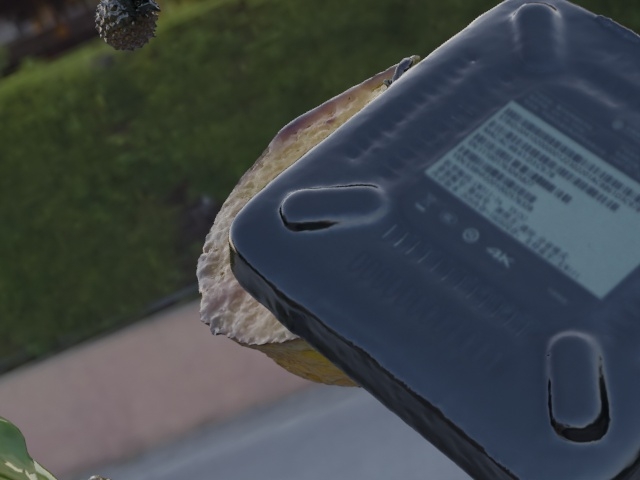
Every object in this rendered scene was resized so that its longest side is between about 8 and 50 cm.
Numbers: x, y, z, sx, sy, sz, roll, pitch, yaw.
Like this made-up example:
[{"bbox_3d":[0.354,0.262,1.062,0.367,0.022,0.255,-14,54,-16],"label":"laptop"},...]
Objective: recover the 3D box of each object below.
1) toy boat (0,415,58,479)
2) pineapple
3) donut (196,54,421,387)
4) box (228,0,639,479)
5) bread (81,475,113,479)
[{"bbox_3d":[-0.166,0.075,0.436,0.276,0.084,0.111,18,-50,-41],"label":"toy boat"},{"bbox_3d":[-0.154,-0.205,1.425,0.058,0.058,0.124,-28,-12,-26],"label":"pineapple"},{"bbox_3d":[-0.002,-0.003,1.170,0.152,0.101,0.259,-15,43,38],"label":"donut"},{"bbox_3d":[0.131,-0.003,0.984,0.289,0.073,0.290,-38,56,-21],"label":"box"},{"bbox_3d":[-0.158,0.266,1.562,0.105,0.233,0.076,-56,18,30],"label":"bread"}]
